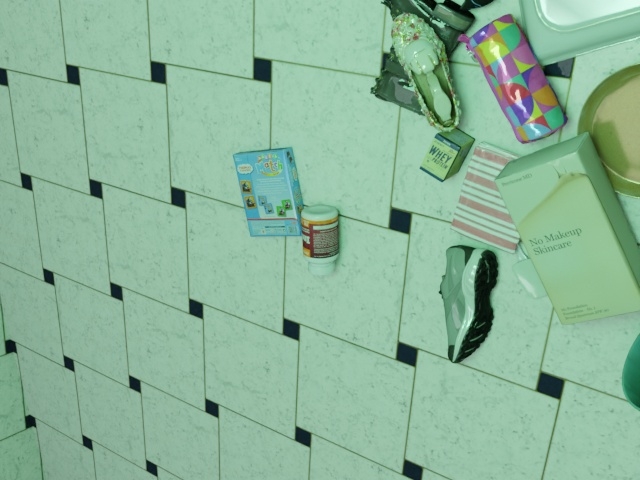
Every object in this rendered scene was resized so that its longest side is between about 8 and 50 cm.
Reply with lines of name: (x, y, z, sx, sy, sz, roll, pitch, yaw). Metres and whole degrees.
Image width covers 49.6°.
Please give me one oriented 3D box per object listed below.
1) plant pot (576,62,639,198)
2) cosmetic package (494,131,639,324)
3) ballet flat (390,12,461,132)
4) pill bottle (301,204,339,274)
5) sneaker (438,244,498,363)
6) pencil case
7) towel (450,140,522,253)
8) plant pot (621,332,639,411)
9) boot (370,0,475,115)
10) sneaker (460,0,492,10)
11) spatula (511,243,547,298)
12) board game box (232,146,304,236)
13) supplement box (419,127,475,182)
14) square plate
plant pot: (0.564, -0.187, 1.183, 0.236, 0.032, 0.236, 13, 115, 30)
cosmetic package: (0.457, -0.016, 1.243, 0.160, 0.113, 0.309, -21, 104, 38)
ballet flat: (0.205, -0.304, 1.275, 0.091, 0.077, 0.241, -27, 116, 12)
pill bottle: (0.000, 0.000, 1.609, 0.086, 0.086, 0.151, 11, 114, 31)
sneaker: (0.302, 0.133, 1.465, 0.108, 0.100, 0.271, 22, 118, 42)
pencil case: (0.347, -0.287, 1.243, 0.104, 0.104, 0.236, -30, 92, 39)
towel: (0.348, -0.082, 1.366, 0.144, 0.029, 0.197, 26, 119, 24)
plant pot: (0.691, 0.231, 1.121, 0.235, 0.293, 0.293, 39, 128, -4)
boot: (0.152, -0.380, 1.346, 0.263, 0.091, 0.229, 36, 125, 15)
sneaker: (0.244, -0.524, 1.226, 0.091, 0.081, 0.232, -23, 96, 28)
spatula: (0.428, -0.014, 1.355, 0.168, 0.019, 0.242, -27, 93, 39)
board game box: (-0.121, -0.114, 1.675, 0.160, 0.039, 0.211, 0, 110, 34)
supplement box: (0.251, -0.171, 1.369, 0.056, 0.083, 0.083, 35, 125, 18)
square plate: (0.466, -0.489, 1.114, 0.344, 0.049, 0.347, -8, 104, 36)
